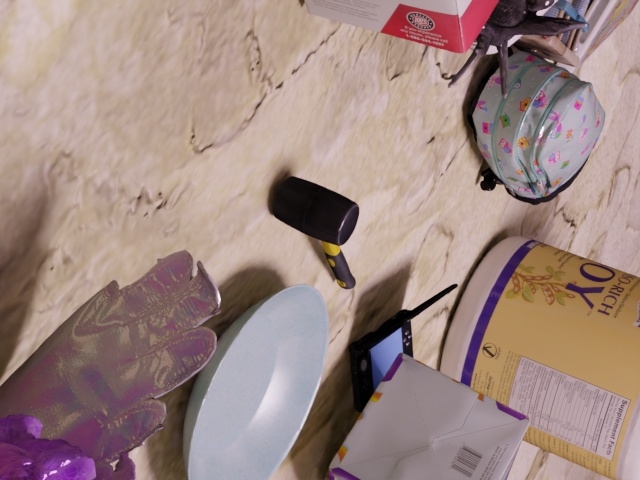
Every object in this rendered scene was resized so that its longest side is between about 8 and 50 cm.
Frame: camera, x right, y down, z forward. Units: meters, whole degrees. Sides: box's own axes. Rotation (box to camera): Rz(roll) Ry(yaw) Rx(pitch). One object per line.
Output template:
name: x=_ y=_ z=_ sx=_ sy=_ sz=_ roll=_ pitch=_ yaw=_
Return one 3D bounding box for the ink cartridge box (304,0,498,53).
ink cartridge box: x=0.054 y=-0.236 z=0.736 sx=0.127 sy=0.128 sz=0.176 roll=-59 pitch=154 yaw=-22

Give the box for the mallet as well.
mallet: x=0.000 y=0.000 z=0.936 sx=0.039 sy=0.062 sz=0.189 roll=-61 pitch=169 yaw=-14

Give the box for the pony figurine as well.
pony figurine: x=-0.155 y=0.195 z=0.544 sx=0.351 sy=0.302 sz=0.363 roll=-37 pitch=160 yaw=8

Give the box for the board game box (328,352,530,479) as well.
board game box: x=0.098 y=0.259 z=1.151 sx=0.144 sy=0.142 sz=0.275 roll=-55 pitch=162 yaw=-28

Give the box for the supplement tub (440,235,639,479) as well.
supplement tub: x=0.339 y=0.153 z=1.383 sx=0.241 sy=0.331 sz=0.241 roll=-45 pitch=147 yaw=-42

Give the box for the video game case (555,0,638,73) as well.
video game case: x=0.378 y=-0.320 z=1.381 sx=0.227 sy=0.026 sz=0.206 roll=-44 pitch=165 yaw=-43

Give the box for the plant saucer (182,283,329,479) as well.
plant saucer: x=-0.058 y=0.120 z=0.897 sx=0.195 sy=0.037 sz=0.195 roll=-44 pitch=145 yaw=-43

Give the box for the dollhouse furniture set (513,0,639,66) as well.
dollhouse furniture set: x=0.294 y=-0.241 z=1.156 sx=0.129 sy=0.184 sz=0.129 roll=6 pitch=103 yaw=-65

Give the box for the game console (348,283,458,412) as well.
game console: x=0.087 y=0.107 z=1.137 sx=0.122 sy=0.071 sz=0.107 roll=-26 pitch=115 yaw=-56

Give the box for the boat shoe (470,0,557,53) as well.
boat shoe: x=0.203 y=-0.273 z=1.036 sx=0.228 sy=0.080 sz=0.076 roll=-43 pitch=146 yaw=4

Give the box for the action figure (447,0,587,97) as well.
action figure: x=0.149 y=-0.258 z=0.884 sx=0.141 sy=0.164 sz=0.275 roll=-35 pitch=134 yaw=-43

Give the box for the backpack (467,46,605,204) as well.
backpack: x=0.230 y=-0.125 z=1.202 sx=0.152 sy=0.115 sz=0.182 roll=-63 pitch=152 yaw=-7
